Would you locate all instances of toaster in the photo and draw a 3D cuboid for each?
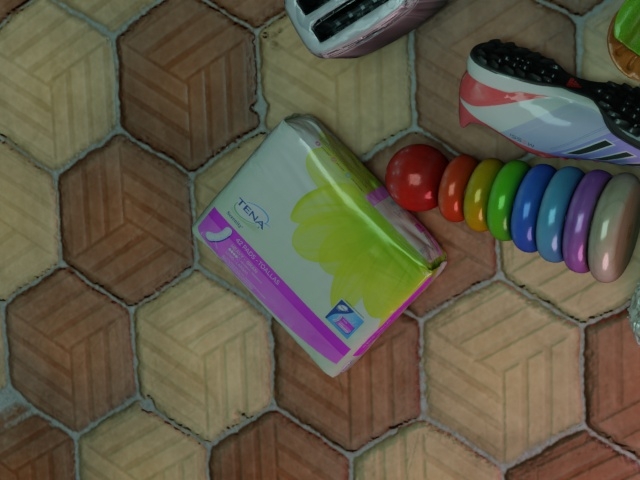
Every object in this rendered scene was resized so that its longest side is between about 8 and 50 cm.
[{"bbox_3d":[0.051,-0.312,1.889,0.227,0.146,0.129,-28,88,23],"label":"toaster"}]

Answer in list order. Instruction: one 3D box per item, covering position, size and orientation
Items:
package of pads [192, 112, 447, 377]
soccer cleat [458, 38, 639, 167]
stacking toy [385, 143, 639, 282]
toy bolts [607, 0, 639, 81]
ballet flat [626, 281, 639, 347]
[{"bbox_3d":[0.000,0.000,1.990,0.296,0.101,0.229,45,113,7],"label":"package of pads"},{"bbox_3d":[0.323,-0.144,1.852,0.318,0.108,0.116,24,128,13],"label":"soccer cleat"},{"bbox_3d":[0.236,-0.048,1.885,0.330,0.141,0.141,14,105,24],"label":"stacking toy"},{"bbox_3d":[0.466,-0.240,1.687,0.228,0.158,0.218,37,96,4],"label":"toy bolts"},{"bbox_3d":[0.512,-0.014,1.777,0.147,0.147,0.409,33,109,12],"label":"ballet flat"}]
